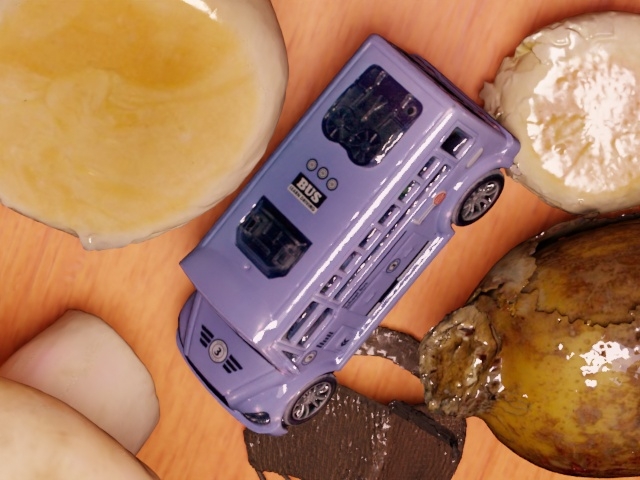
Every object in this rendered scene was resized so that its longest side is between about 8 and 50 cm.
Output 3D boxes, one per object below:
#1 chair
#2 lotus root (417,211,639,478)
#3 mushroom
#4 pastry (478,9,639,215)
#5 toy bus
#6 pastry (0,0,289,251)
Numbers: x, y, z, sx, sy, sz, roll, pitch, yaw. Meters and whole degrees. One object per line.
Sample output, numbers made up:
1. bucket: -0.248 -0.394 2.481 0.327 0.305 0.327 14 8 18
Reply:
1. chair: 0.057 0.165 1.302 0.213 0.149 0.174 26 108 35
2. lotus root: 0.267 0.071 1.221 0.397 0.196 0.179 -6 120 -12
3. mushroom: -0.222 0.222 1.144 0.353 0.325 0.353 -10 111 -29
4. pastry: 0.202 -0.093 1.245 0.165 0.088 0.166 -1 103 -3
5. toy bus: 0.000 0.000 1.214 0.292 0.133 0.125 -50 61 9
6. pastry: -0.149 -0.121 1.176 0.264 0.133 0.265 -3 126 -5
